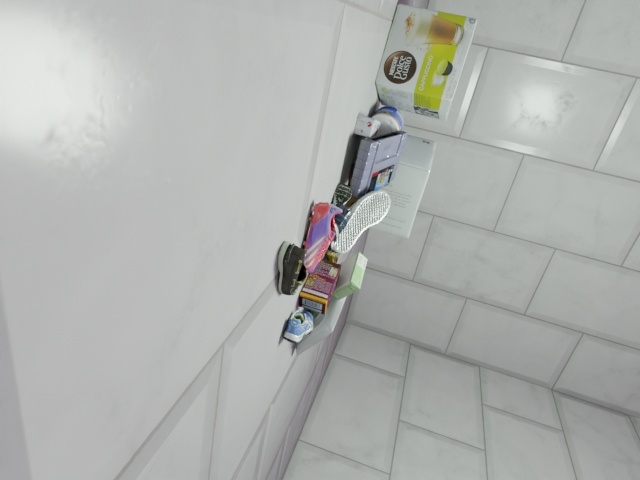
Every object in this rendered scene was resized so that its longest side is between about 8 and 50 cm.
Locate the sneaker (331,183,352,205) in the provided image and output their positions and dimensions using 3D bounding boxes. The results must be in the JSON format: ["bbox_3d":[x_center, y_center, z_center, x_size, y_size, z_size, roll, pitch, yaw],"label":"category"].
[{"bbox_3d":[0.066,-0.142,1.682,0.162,0.063,0.073,-67,-173,-18],"label":"sneaker"}]

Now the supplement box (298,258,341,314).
[{"bbox_3d":[0.000,0.165,1.631,0.081,0.104,0.188,97,14,-48],"label":"supplement box"}]

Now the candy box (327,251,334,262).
[{"bbox_3d":[0.064,0.041,1.864,0.206,0.027,0.105,73,37,-73],"label":"candy box"}]

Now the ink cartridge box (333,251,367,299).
[{"bbox_3d":[0.072,0.161,1.757,0.235,0.056,0.171,-35,-157,38],"label":"ink cartridge box"}]

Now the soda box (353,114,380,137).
[{"bbox_3d":[0.190,-0.453,1.778,0.216,0.069,0.074,-38,144,-72],"label":"soda box"}]

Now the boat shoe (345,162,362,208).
[{"bbox_3d":[0.184,-0.213,1.987,0.110,0.121,0.341,-62,164,-46],"label":"boat shoe"}]

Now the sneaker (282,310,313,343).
[{"bbox_3d":[-0.064,0.284,1.539,0.211,0.080,0.081,-40,148,-75],"label":"sneaker"}]

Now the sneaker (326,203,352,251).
[{"bbox_3d":[0.047,-0.070,1.520,0.163,0.086,0.226,-61,175,-17],"label":"sneaker"}]

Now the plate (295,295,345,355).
[{"bbox_3d":[0.002,0.304,1.793,0.278,0.045,0.277,-45,-166,44],"label":"plate"}]

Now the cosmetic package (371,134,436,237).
[{"bbox_3d":[0.352,-0.292,2.193,0.329,0.327,0.394,-62,166,-51],"label":"cosmetic package"}]

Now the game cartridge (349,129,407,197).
[{"bbox_3d":[0.240,-0.313,1.796,0.355,0.068,0.230,-30,135,-52],"label":"game cartridge"}]

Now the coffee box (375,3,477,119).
[{"bbox_3d":[0.454,-0.767,1.950,0.338,0.334,0.338,-7,115,-77],"label":"coffee box"}]

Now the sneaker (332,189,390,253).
[{"bbox_3d":[0.131,-0.081,1.723,0.321,0.126,0.127,-43,-160,-19],"label":"sneaker"}]

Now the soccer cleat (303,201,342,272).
[{"bbox_3d":[0.000,0.000,1.381,0.083,0.095,0.248,-52,156,-65],"label":"soccer cleat"}]

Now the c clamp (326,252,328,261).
[{"bbox_3d":[0.033,0.102,1.952,0.137,0.022,0.161,-49,154,-68],"label":"c clamp"}]

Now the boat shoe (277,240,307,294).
[{"bbox_3d":[-0.072,0.091,1.206,0.228,0.068,0.081,92,18,-55],"label":"boat shoe"}]

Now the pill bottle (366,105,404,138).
[{"bbox_3d":[0.302,-0.531,2.031,0.272,0.152,0.152,-59,163,-57],"label":"pill bottle"}]
